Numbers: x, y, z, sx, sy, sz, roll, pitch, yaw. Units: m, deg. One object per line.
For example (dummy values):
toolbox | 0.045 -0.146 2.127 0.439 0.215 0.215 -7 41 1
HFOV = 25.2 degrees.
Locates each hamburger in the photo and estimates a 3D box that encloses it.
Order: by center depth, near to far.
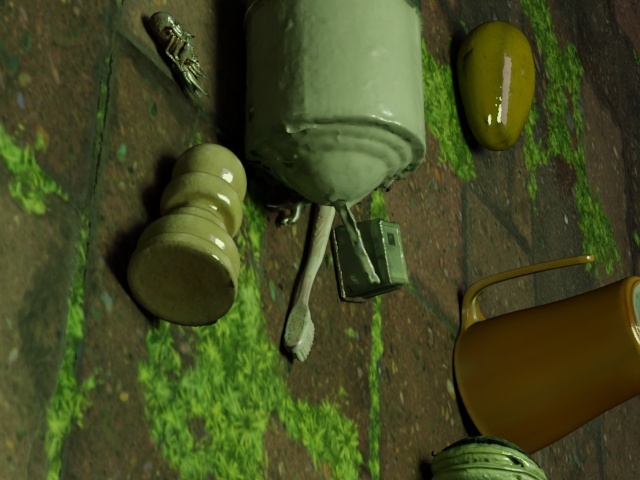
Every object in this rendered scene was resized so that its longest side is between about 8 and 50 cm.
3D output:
hamburger | 0.186 0.269 1.603 0.133 0.140 0.062 23 50 -17

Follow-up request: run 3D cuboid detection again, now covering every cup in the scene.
cup | 0.293 0.129 1.762 0.182 0.264 0.226 -10 76 -56

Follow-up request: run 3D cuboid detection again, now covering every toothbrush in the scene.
toothbrush | 0.000 0.000 1.490 0.029 0.025 0.307 63 29 -42

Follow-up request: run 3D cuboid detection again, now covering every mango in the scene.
mango | 0.241 -0.213 1.992 0.137 0.098 0.195 47 46 -48

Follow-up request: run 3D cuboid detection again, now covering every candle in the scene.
candle | 0.016 -0.124 1.407 0.187 0.187 0.330 33 50 -54

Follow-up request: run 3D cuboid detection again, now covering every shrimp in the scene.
shrimp | -0.129 -0.176 1.324 0.038 0.029 0.092 -79 151 -54

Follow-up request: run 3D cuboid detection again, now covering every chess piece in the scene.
chess piece | -0.106 -0.014 1.234 0.094 0.094 0.170 58 24 -32

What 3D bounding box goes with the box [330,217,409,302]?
box | 0.054 0.020 1.545 0.060 0.063 0.085 12 67 -62
